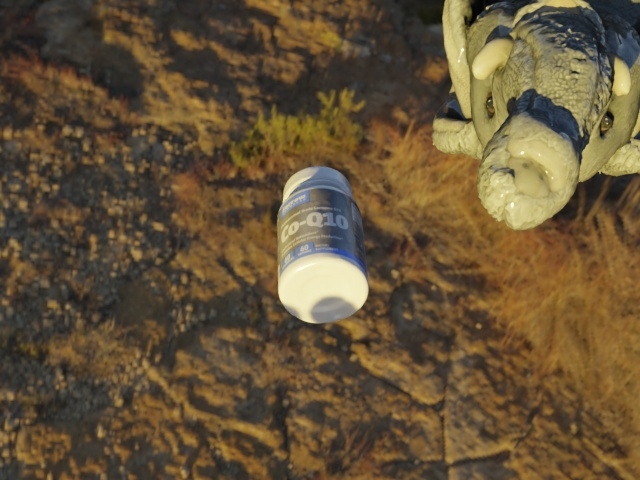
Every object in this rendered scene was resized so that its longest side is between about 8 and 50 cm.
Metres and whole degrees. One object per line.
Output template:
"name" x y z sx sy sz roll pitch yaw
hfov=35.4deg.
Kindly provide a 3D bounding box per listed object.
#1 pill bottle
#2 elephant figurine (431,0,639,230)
"pill bottle" 0.000 0.000 0.895 0.078 0.078 0.137 9 40 -12
"elephant figurine" 0.118 -0.096 0.499 0.186 0.169 0.240 23 78 -36
